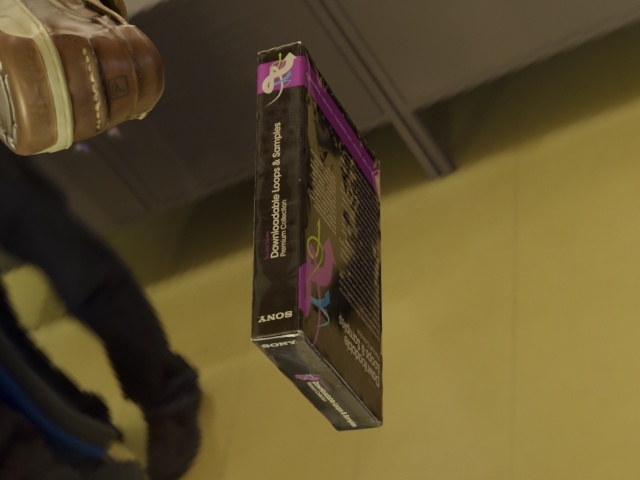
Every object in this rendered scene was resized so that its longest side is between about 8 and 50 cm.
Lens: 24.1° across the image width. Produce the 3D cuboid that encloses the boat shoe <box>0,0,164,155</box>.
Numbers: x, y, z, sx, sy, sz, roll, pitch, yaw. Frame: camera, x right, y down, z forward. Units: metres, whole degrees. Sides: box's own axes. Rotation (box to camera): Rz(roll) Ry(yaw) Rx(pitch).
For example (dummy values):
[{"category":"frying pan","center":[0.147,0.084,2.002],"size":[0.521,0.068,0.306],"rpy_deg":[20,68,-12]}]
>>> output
[{"category":"boat shoe","center":[-0.153,-0.109,0.845],"size":[0.095,0.095,0.257],"rpy_deg":[-17,28,-18]}]

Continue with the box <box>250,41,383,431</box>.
[{"category":"box","center":[0.000,0.000,0.747],"size":[0.029,0.116,0.162],"rpy_deg":[-12,58,18]}]
